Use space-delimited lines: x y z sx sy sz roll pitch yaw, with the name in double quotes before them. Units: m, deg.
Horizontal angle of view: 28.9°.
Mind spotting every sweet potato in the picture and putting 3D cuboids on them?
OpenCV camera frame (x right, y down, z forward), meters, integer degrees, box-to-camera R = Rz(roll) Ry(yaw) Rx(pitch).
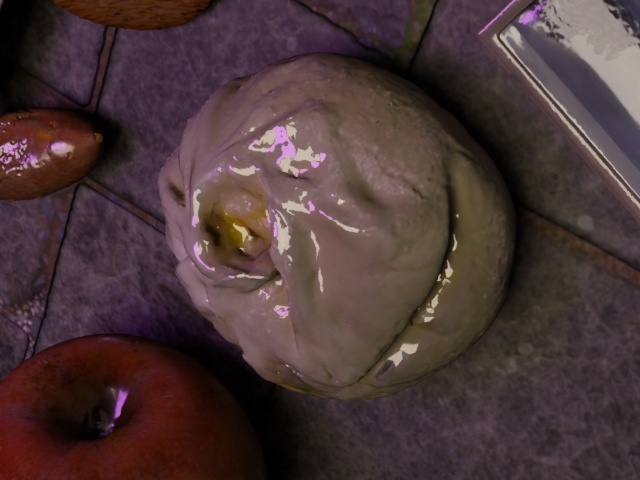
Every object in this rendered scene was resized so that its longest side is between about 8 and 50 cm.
"sweet potato" -0.404 -0.101 1.467 0.385 0.109 0.109 1 110 31

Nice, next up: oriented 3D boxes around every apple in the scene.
"apple" -0.227 0.283 1.398 0.338 0.338 0.305 19 138 23

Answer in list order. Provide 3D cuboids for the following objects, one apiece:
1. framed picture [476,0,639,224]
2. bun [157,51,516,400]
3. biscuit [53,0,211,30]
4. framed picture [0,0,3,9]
"framed picture" 0.301 -0.141 1.081 0.289 0.016 0.213 50 126 3
"bun" 0.000 0.000 1.197 0.365 0.219 0.365 15 120 27
"biscuit" -0.195 -0.271 1.243 0.188 0.188 0.027 -16 59 34
"framed picture" -0.458 -0.287 1.412 0.296 0.019 0.232 46 127 29
